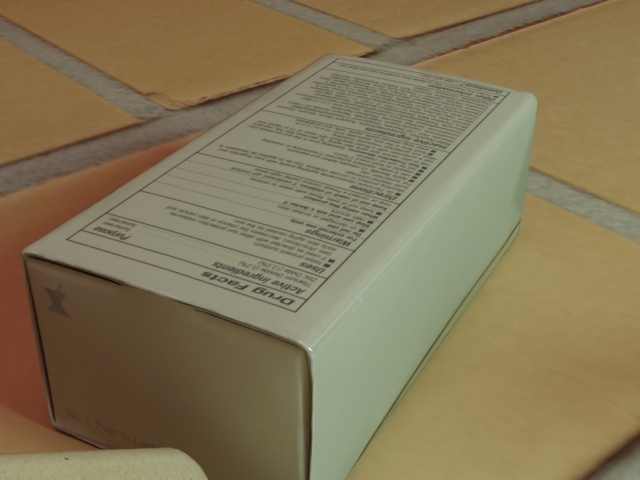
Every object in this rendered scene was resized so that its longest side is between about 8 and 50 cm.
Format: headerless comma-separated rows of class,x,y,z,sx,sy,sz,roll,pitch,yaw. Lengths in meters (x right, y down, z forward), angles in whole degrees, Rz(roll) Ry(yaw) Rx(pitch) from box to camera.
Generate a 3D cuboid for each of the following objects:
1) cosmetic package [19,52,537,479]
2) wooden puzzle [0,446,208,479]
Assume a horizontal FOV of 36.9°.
cosmetic package,0.000,0.000,0.551,0.160,0.113,0.309,16,35,24
wooden puzzle,-0.022,0.168,0.200,0.347,0.081,0.322,28,7,32
